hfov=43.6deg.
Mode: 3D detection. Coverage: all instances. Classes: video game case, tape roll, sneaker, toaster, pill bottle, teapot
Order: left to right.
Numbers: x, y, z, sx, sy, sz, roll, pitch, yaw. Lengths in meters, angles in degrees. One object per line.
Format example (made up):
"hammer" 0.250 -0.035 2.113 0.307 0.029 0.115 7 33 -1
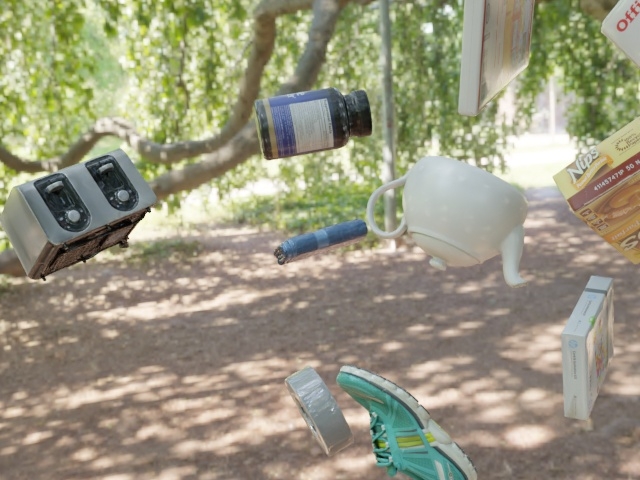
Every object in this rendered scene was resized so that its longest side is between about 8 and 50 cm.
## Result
"toaster" -0.341 -0.033 1.124 0.168 0.110 0.186 -27 -6 -36
"pill bottle" -0.014 -0.233 1.571 0.219 0.122 0.123 -11 9 -5
"tape roll" -0.004 0.420 1.976 0.072 0.219 0.219 -29 14 -11
"sneaker" 0.121 0.301 1.220 0.110 0.275 0.107 -43 0 -16
"teapot" 0.250 -0.035 1.515 0.252 0.187 0.256 27 -4 -21
"video game case" 0.231 -0.292 1.012 0.025 0.204 0.285 10 27 24

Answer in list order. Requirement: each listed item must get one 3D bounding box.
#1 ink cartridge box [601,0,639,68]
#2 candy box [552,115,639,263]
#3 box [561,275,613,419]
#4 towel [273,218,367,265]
"ink cartridge box" 0.568 -0.287 1.120 0.115 0.273 0.198 -13 -31 -42
"candy box" 0.542 -0.078 1.347 0.183 0.087 0.316 -36 -36 23
"box" 0.409 0.159 1.217 0.038 0.145 0.186 5 27 32
"towel" 0.000 0.000 1.046 0.119 0.029 0.067 -16 -8 -16
